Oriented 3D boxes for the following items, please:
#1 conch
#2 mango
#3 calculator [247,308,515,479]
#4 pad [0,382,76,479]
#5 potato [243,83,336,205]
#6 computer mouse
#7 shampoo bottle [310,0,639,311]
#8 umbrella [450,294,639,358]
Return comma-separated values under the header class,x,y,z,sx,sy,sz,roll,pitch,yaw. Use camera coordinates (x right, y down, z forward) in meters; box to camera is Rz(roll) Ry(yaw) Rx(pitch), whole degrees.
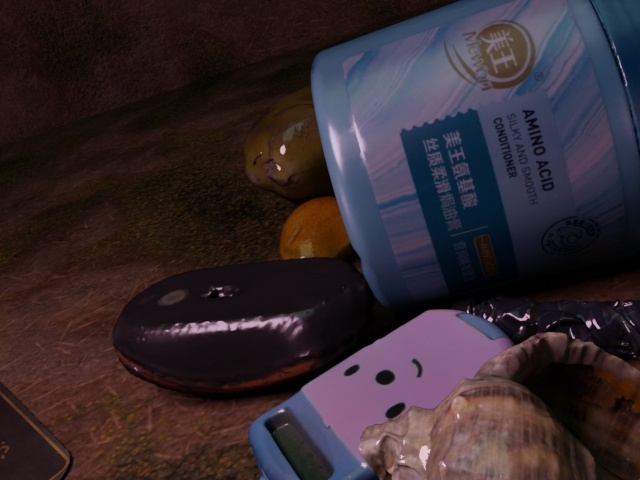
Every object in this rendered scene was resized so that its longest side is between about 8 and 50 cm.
class,x,y,z,sx,sy,sz,roll,pitch,yaw
conch,0.165,0.183,0.480,0.292,0.158,0.210,26,26,4
mango,-0.005,-0.002,1.031,0.115,0.089,0.165,9,40,30
calculator,0.059,0.164,0.685,0.293,0.051,0.173,-30,28,-14
pad,-0.458,0.246,0.885,0.315,0.063,0.376,-36,31,-31
potato,-0.012,-0.151,1.153,0.218,0.202,0.351,7,17,20
computer mouse,-0.090,0.103,0.846,0.324,0.116,0.183,-7,30,16
shampoo bottle,0.196,-0.112,0.822,0.343,0.331,0.331,-16,26,11
umbrella,0.228,0.088,0.719,0.224,0.080,0.071,2,69,45
